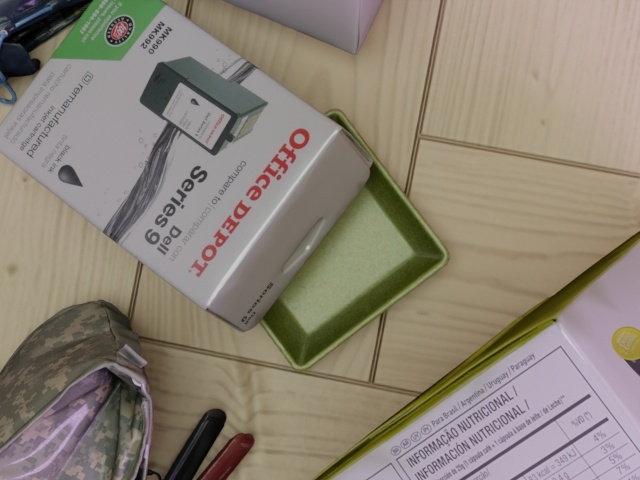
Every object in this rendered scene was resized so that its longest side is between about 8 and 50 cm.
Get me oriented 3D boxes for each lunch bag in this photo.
[{"bbox_3d":[-0.248,0.201,1.445,0.169,0.235,0.287,36,93,-15],"label":"lunch bag"}]

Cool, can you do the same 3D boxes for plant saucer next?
[{"bbox_3d":[0.000,0.000,1.533,0.188,0.045,0.188,-37,85,4],"label":"plant saucer"}]

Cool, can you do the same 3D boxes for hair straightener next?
[{"bbox_3d":[-0.164,0.258,1.552,0.089,0.047,0.230,40,99,27],"label":"hair straightener"}]

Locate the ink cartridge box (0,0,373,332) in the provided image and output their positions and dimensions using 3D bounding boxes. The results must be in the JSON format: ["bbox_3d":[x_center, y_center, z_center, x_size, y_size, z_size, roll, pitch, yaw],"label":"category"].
[{"bbox_3d":[-0.129,-0.084,1.475,0.289,0.121,0.211,36,88,21],"label":"ink cartridge box"}]

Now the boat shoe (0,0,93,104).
[{"bbox_3d":[-0.309,-0.199,1.545,0.258,0.109,0.089,-42,88,6],"label":"boat shoe"}]

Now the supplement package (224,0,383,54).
[{"bbox_3d":[-0.061,-0.331,1.467,0.293,0.175,0.177,23,73,7],"label":"supplement package"}]

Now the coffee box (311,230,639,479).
[{"bbox_3d":[0.227,0.227,1.301,0.338,0.337,0.334,-40,84,32],"label":"coffee box"}]
